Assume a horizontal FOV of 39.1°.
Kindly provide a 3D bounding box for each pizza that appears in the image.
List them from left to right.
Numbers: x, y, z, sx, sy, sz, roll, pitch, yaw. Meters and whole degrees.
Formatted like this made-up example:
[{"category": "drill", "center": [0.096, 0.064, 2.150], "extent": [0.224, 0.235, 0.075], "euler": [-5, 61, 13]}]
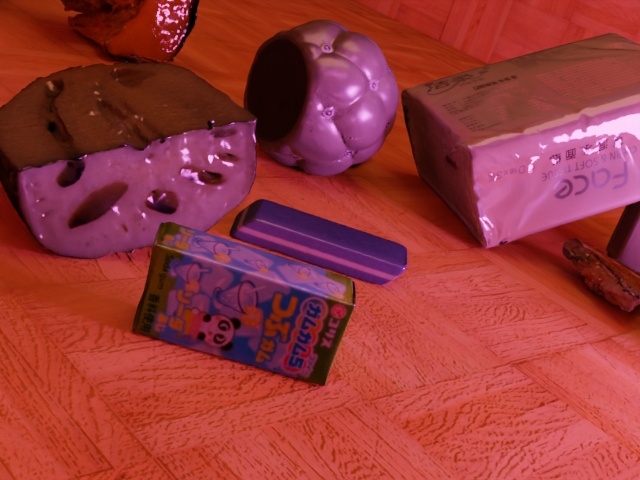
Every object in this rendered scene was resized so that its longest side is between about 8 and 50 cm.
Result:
[{"category": "pizza", "center": [0.448, 0.069, 1.356], "extent": [0.185, 0.052, 0.195], "euler": [28, 17, 0]}]

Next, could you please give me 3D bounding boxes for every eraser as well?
[{"category": "eraser", "center": [0.000, 0.000, 1.145], "extent": [0.224, 0.036, 0.082], "euler": [18, 21, -4]}]

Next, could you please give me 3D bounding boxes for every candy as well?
[{"category": "candy", "center": [-0.072, 0.060, 0.852], "extent": [0.194, 0.097, 0.062], "euler": [17, 20, -7]}]

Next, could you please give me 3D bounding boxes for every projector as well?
[{"category": "projector", "center": [0.642, -0.016, 1.535], "extent": [0.269, 0.194, 0.088], "euler": [15, 21, -11]}]

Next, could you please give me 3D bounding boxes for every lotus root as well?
[{"category": "lotus root", "center": [-0.248, -0.098, 1.030], "extent": [0.266, 0.150, 0.260], "euler": [-16, 33, -29]}]

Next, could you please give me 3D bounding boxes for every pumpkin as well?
[{"category": "pumpkin", "center": [-0.375, -0.496, 1.717], "extent": [0.256, 0.303, 0.225], "euler": [-28, 38, -27]}]

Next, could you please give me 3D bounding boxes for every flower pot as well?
[{"category": "flower pot", "center": [0.004, -0.226, 1.429], "extent": [0.195, 0.246, 0.246], "euler": [1, 28, -41]}]

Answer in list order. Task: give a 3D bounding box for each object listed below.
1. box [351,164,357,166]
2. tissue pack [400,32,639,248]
[{"category": "box", "center": [0.043, -0.167, 1.602], "extent": [0.091, 0.031, 0.126], "euler": [24, 22, 10]}, {"category": "tissue pack", "center": [0.382, -0.178, 1.498], "extent": [0.404, 0.205, 0.332], "euler": [-17, 27, -7]}]
